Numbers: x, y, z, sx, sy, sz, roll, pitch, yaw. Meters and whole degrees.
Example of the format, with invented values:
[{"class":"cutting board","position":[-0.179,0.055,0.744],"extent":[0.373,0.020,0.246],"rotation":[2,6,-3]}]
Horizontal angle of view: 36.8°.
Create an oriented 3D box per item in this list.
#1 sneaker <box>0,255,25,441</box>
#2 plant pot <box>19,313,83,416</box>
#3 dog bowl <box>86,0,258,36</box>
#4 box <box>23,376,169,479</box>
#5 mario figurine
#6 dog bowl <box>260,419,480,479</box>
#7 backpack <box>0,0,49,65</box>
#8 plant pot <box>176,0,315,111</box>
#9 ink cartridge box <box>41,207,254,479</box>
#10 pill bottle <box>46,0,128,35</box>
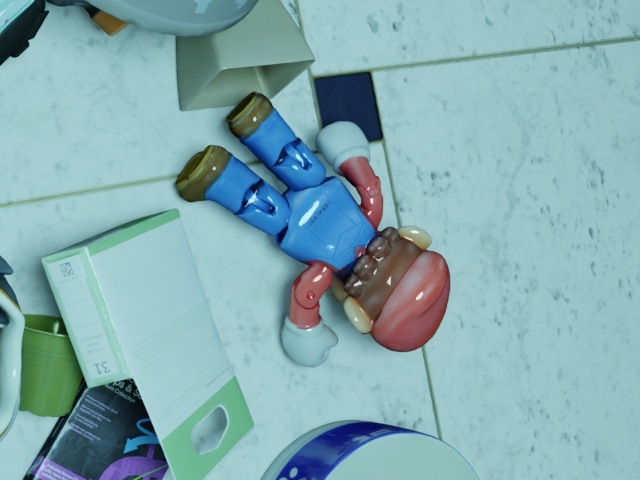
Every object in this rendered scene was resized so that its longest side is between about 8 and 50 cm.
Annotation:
[{"class":"sneaker","position":[-0.324,0.024,0.791],"extent":[0.126,0.127,0.321],"rotation":[-24,98,-30]},{"class":"plant pot","position":[-0.245,0.114,0.867],"extent":[0.083,0.083,0.079],"rotation":[11,94,-31]},{"class":"dog bowl","position":[-0.141,-0.354,0.816],"extent":[0.348,0.102,0.349],"rotation":[25,54,-39]},{"class":"box","position":[-0.190,0.182,0.919],"extent":[0.116,0.029,0.162],"rotation":[36,68,-25]},{"class":"mario figurine","position":[0.000,0.000,1.021],"extent":[0.320,0.198,0.170],"rotation":[43,25,-14]},{"class":"dog bowl","position":[0.055,0.327,1.018],"extent":[0.265,0.104,0.265],"rotation":[3,85,-32]},{"class":"backpack","position":[-0.340,-0.212,0.777],"extent":[0.188,0.144,0.166],"rotation":[40,81,-2]},{"class":"plant pot","position":[-0.087,-0.200,0.972],"extent":[0.109,0.109,0.096],"rotation":[-13,81,-32]},{"class":"ink cartridge box","position":[-0.149,0.100,0.883],"extent":[0.171,0.056,0.235],"rotation":[-35,109,-68]},{"class":"pill bottle","position":[-0.241,-0.302,0.860],"extent":[0.246,0.130,0.130],"rotation":[47,65,-20]}]
